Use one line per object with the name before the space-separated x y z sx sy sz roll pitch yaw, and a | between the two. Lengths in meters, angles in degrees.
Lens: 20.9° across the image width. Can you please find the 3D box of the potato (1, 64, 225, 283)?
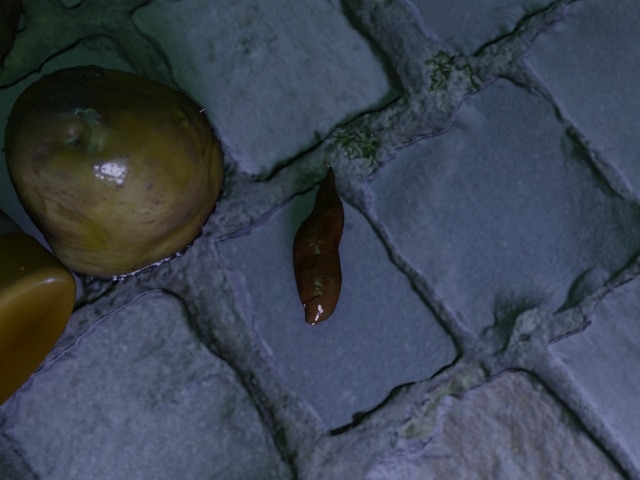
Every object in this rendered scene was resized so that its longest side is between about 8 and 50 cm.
potato | -0.213 -0.088 1.749 0.229 0.266 0.229 0 74 0

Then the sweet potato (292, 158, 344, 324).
sweet potato | 0.000 0.000 1.829 0.056 0.056 0.195 7 64 2

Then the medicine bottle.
medicine bottle | -0.401 0.048 1.706 0.232 0.238 0.238 42 75 13

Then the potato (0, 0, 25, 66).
potato | -0.377 -0.263 1.900 0.101 0.089 0.172 -14 69 -8
